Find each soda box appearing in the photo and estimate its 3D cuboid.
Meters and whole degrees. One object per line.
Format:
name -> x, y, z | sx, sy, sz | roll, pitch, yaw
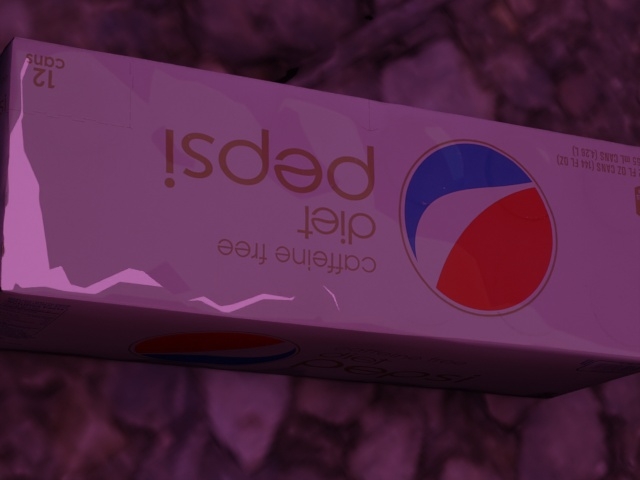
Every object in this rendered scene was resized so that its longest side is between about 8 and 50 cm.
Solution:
soda box -> 0.000, 0.000, 0.491 | 0.216, 0.069, 0.073 | 8, 72, -26
